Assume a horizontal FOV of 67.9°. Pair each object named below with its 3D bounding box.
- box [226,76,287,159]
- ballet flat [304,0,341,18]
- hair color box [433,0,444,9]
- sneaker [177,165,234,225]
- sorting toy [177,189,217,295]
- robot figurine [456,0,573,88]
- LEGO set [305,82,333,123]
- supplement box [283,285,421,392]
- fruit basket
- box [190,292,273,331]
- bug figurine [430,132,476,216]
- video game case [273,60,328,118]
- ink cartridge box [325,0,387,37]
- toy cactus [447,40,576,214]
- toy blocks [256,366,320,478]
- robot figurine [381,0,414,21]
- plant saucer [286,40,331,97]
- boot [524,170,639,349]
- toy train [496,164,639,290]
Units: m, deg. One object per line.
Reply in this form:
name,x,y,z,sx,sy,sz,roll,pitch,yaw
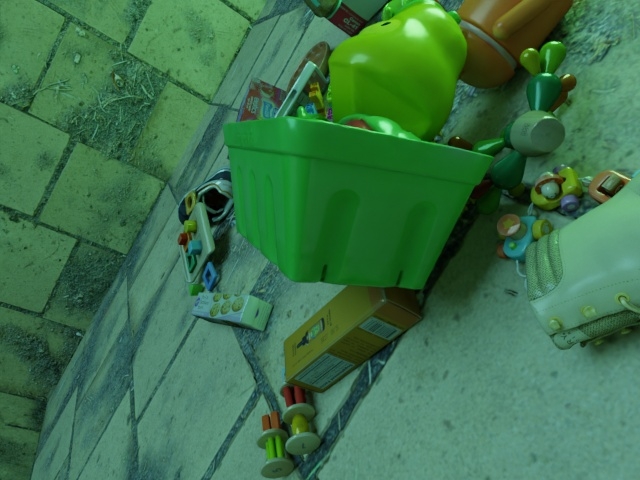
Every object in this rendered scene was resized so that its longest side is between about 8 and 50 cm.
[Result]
box,-0.189,-0.351,1.440,0.128,0.123,0.256,129,153,-48
ballet flat,-0.015,-0.689,1.196,0.116,0.124,0.342,-37,40,42
hair color box,0.192,-0.397,0.945,0.093,0.053,0.167,-24,45,48
sneaker,-0.386,-0.116,1.579,0.321,0.126,0.127,-37,31,36
sorting toy,-0.391,0.007,1.437,0.196,0.047,0.347,-47,53,41
robot figurine,0.261,-0.314,0.679,0.219,0.128,0.158,-52,43,19
LEGO set,0.017,-0.312,1.143,0.087,0.093,0.227,-9,47,19
supplement box,0.038,0.137,0.713,0.233,0.080,0.078,-43,33,29
fruit basket,0.040,-0.150,0.623,0.392,0.283,0.391,-174,90,-67
box,-0.220,0.165,1.126,0.324,0.063,0.067,-7,59,57
bug figurine,0.128,-0.082,0.759,0.216,0.072,0.279,-45,32,29
video game case,-0.079,-0.315,1.244,0.285,0.025,0.204,-56,-4,11
ink cartridge box,0.141,-0.723,1.229,0.306,0.131,0.226,-28,44,45
toy cactus,0.233,-0.133,0.556,0.219,0.112,0.180,-60,-2,16
toy blocks,-0.059,0.283,0.769,0.123,0.054,0.148,-49,31,22
robot figurine,0.181,-0.497,1.034,0.101,0.067,0.115,-42,21,-23
plant saucer,-0.031,-0.496,1.416,0.200,0.037,0.199,-38,37,36
boot,0.281,0.050,0.369,0.203,0.095,0.261,-43,36,34
toy train,0.260,-0.027,0.519,0.166,0.046,0.125,-50,30,20
